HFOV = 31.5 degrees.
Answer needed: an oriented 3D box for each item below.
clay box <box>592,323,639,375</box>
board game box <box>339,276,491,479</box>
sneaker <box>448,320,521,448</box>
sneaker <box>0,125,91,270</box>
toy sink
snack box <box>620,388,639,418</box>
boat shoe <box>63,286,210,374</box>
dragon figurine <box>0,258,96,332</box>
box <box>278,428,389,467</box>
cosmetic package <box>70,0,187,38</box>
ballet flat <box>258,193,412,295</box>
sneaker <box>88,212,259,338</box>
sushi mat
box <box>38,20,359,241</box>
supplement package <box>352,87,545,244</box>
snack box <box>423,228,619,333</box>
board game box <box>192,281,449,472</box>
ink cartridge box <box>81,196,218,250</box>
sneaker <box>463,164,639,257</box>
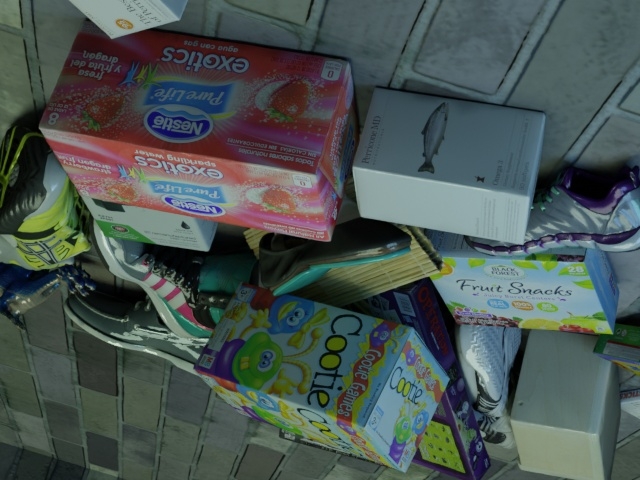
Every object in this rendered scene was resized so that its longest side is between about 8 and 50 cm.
[{"bbox_3d":[0.491,0.178,1.512,0.222,0.053,0.127,27,172,-19],"label":"clay box"},{"bbox_3d":[0.105,0.178,1.579,0.208,0.056,0.346,8,131,39],"label":"board game box"},{"bbox_3d":[0.184,0.191,1.660,0.210,0.137,0.366,8,152,21],"label":"sneaker"},{"bbox_3d":[-0.370,-0.050,1.528,0.147,0.145,0.385,12,165,-18],"label":"sneaker"},{"bbox_3d":[0.357,0.255,1.648,0.131,0.152,0.234,6,148,22],"label":"toy sink"},{"bbox_3d":[0.525,0.238,1.689,0.064,0.022,0.178,30,152,-23],"label":"snack box"},{"bbox_3d":[-0.272,0.133,1.904,0.320,0.116,0.099,22,112,3],"label":"boat shoe"},{"bbox_3d":[-0.497,0.049,1.836,0.289,0.144,0.085,26,163,26],"label":"dragon figurine"},{"bbox_3d":[0.051,0.320,2.079,0.243,0.076,0.307,15,155,4],"label":"box"},{"bbox_3d":[-0.229,-0.283,1.024,0.099,0.060,0.239,-4,148,38],"label":"cosmetic package"},{"bbox_3d":[0.000,0.000,1.365,0.095,0.096,0.280,-15,176,-36],"label":"ballet flat"},{"bbox_3d":[-0.179,0.037,1.583,0.179,0.123,0.295,-6,141,29],"label":"sneaker"},{"bbox_3d":[0.018,0.010,1.444,0.316,0.019,0.151,-24,101,54],"label":"sushi mat"},{"bbox_3d":[-0.121,-0.115,1.208,0.300,0.142,0.154,11,155,11],"label":"box"},{"bbox_3d":[0.134,-0.077,1.178,0.179,0.105,0.105,10,155,12],"label":"supplement package"},{"bbox_3d":[0.245,0.041,1.392,0.207,0.070,0.174,1,148,27],"label":"snack box"},{"bbox_3d":[0.000,0.174,1.472,0.275,0.142,0.144,12,154,35],"label":"board game box"},{"bbox_3d":[-0.217,-0.078,1.403,0.153,0.086,0.208,8,153,12],"label":"ink cartridge box"},{"bbox_3d":[0.253,-0.042,1.242,0.224,0.083,0.098,-4,125,32],"label":"sneaker"}]
